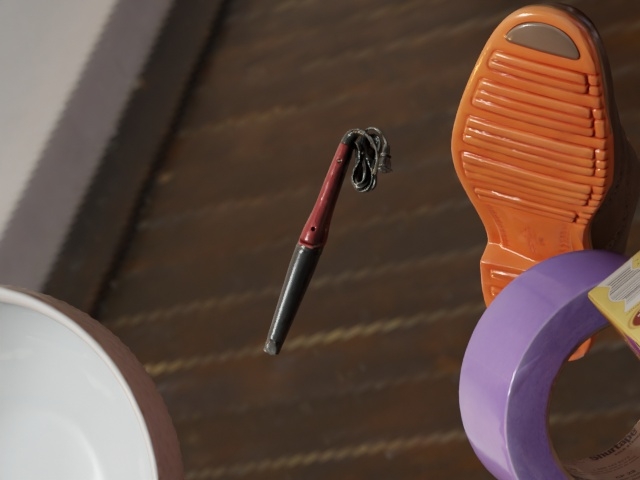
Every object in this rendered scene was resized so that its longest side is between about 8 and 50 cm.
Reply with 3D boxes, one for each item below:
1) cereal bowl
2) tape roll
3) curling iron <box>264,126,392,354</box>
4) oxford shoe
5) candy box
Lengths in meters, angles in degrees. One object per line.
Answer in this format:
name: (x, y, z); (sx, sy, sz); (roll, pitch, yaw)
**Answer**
cereal bowl: (-0.258, 0.200, 1.554); (0.339, 0.339, 0.141); (-17, -7, 17)
tape roll: (0.198, 0.106, 1.344); (0.189, 0.189, 0.080); (-34, 21, -9)
curling iron: (0.000, 0.000, 2.107); (0.068, 0.035, 0.274); (32, 96, 44)
oxford shoe: (0.191, -0.066, 1.548); (0.130, 0.363, 0.132); (21, 53, 21)
candy box: (0.240, 0.083, 1.178); (0.053, 0.109, 0.186); (-41, 20, 0)
